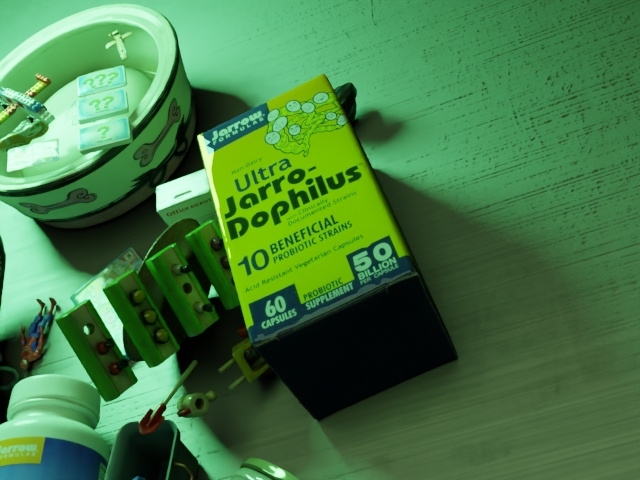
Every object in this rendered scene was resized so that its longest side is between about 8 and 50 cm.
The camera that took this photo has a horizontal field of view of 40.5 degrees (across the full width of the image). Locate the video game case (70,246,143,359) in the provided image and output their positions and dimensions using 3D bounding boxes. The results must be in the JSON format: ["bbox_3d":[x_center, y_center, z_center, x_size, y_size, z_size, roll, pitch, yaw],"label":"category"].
[{"bbox_3d":[-0.284,0.093,1.259,0.119,0.015,0.166,-40,49,-8],"label":"video game case"}]

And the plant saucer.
[{"bbox_3d":[-0.186,0.069,1.123,0.036,0.199,0.199,20,64,14],"label":"plant saucer"}]

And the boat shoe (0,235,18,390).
[{"bbox_3d":[-0.511,0.196,1.183,0.155,0.187,0.501,-3,61,21],"label":"boat shoe"}]

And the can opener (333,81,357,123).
[{"bbox_3d":[-0.013,-0.160,1.299,0.186,0.073,0.059,-48,58,-2],"label":"can opener"}]

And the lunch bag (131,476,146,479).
[{"bbox_3d":[-0.204,0.460,0.792,0.327,0.239,0.385,-36,62,-6],"label":"lunch bag"}]

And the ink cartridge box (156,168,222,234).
[{"bbox_3d":[-0.166,-0.037,1.231,0.088,0.122,0.052,-19,50,10],"label":"ink cartridge box"}]

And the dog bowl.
[{"bbox_3d":[-0.386,-0.197,1.437,0.407,0.150,0.408,-12,51,15],"label":"dog bowl"}]

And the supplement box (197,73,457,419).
[{"bbox_3d":[0.000,0.000,1.079,0.194,0.195,0.357,-25,48,5],"label":"supplement box"}]

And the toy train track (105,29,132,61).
[{"bbox_3d":[-0.322,-0.315,1.387,0.048,0.014,0.083,-29,49,2],"label":"toy train track"}]

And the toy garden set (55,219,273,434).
[{"bbox_3d":[-0.153,0.113,1.019,0.049,0.204,0.244,-17,15,46],"label":"toy garden set"}]

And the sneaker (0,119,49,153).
[{"bbox_3d":[-0.454,-0.162,1.325,0.083,0.032,0.037,-31,42,-12],"label":"sneaker"}]

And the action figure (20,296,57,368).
[{"bbox_3d":[-0.422,0.137,1.283,0.038,0.030,0.115,-5,56,16],"label":"action figure"}]

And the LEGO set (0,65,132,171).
[{"bbox_3d":[-0.406,-0.189,1.279,0.244,0.060,0.183,-14,50,-1],"label":"LEGO set"}]

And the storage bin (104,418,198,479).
[{"bbox_3d":[-0.188,0.290,1.017,0.098,0.091,0.135,-8,53,19],"label":"storage bin"}]

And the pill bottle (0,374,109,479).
[{"bbox_3d":[-0.334,0.304,1.033,0.152,0.152,0.272,-14,52,15],"label":"pill bottle"}]

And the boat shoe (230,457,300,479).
[{"bbox_3d":[0.000,0.335,0.882,0.302,0.113,0.103,29,65,37],"label":"boat shoe"}]
